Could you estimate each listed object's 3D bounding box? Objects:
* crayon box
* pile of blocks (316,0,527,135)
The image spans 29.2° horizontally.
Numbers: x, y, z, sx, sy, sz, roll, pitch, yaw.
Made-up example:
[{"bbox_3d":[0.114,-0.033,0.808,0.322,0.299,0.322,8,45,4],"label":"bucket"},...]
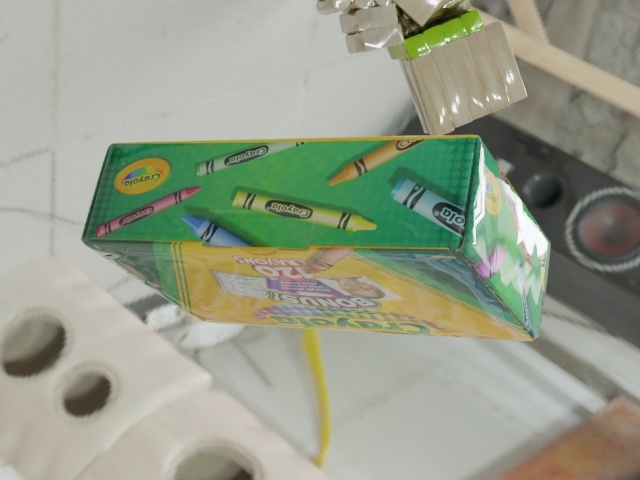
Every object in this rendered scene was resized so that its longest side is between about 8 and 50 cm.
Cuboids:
[{"bbox_3d":[0.000,0.000,0.847,0.165,0.278,0.081,43,54,-55],"label":"crayon box"},{"bbox_3d":[0.058,-0.259,1.259,0.362,0.112,0.149,44,88,-13],"label":"pile of blocks"}]
